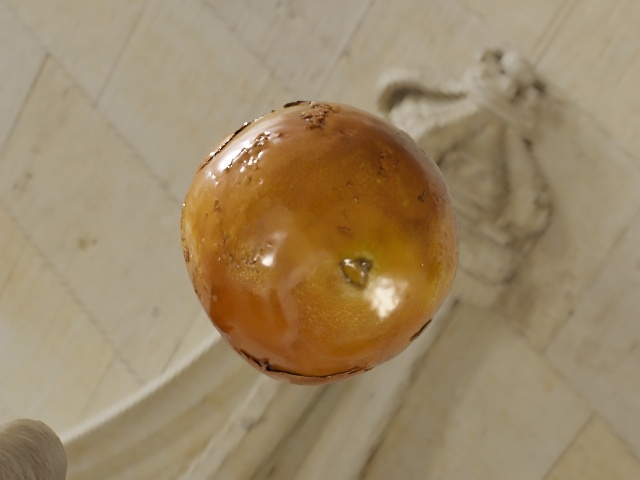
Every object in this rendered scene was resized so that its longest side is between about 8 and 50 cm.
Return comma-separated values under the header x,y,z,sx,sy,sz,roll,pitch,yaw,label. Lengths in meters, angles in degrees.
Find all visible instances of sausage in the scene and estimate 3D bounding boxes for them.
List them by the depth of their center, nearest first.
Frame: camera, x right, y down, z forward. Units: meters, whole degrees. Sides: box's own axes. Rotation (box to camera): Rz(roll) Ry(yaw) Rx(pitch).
x,y,z,sx,sy,sz,roll,pitch,yaw,label
-0.351,0.251,1.597,0.123,0.136,0.501,6,177,7,sausage

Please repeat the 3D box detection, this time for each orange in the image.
x,y,z,sx,sy,sz,roll,pitch,yaw,label
0.000,0.000,1.391,0.240,0.240,0.240,24,-151,-14,orange
